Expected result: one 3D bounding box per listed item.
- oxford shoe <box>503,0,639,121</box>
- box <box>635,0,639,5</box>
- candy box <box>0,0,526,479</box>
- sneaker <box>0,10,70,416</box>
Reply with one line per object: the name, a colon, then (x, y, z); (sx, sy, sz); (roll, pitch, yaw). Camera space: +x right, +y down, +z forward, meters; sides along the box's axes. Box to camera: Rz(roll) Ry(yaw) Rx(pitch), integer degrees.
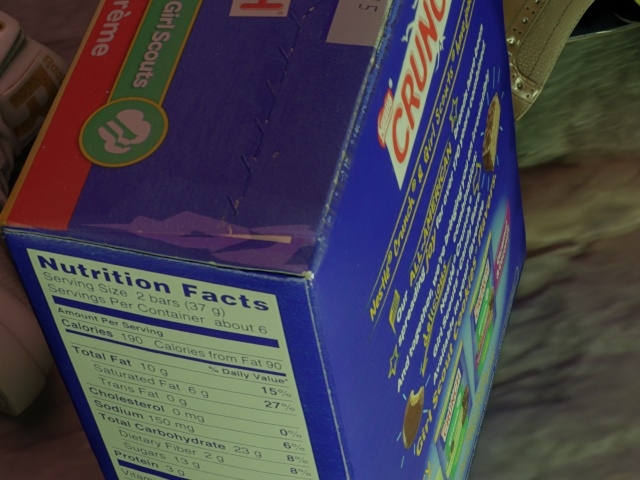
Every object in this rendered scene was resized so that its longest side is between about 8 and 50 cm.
oxford shoe: (0.175, -0.194, 1.024); (0.133, 0.130, 0.364); (47, 62, 4)
box: (0.208, -0.150, 0.921); (0.232, 0.058, 0.087); (46, 64, -2)
candy box: (0.000, 0.000, 0.738); (0.122, 0.317, 0.268); (8, 52, 15)
sneaker: (-0.190, -0.043, 0.941); (0.169, 0.108, 0.292); (-38, 54, -17)
